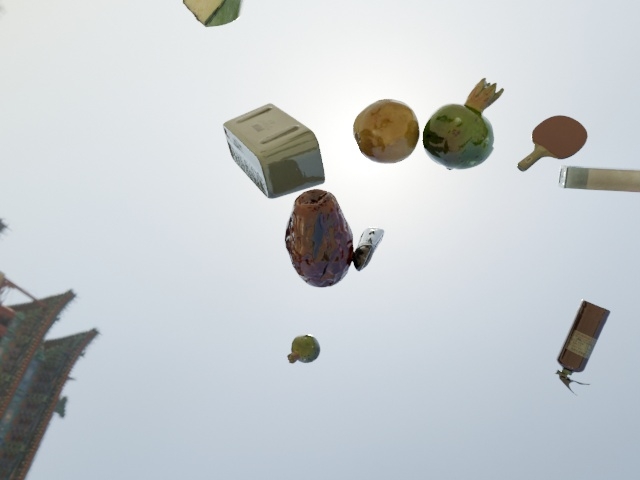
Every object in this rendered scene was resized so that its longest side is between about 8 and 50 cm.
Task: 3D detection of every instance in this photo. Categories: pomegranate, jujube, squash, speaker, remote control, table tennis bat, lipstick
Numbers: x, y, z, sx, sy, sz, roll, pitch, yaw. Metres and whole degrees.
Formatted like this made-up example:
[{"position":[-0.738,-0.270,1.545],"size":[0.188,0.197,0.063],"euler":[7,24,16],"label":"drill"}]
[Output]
[{"position":[0.219,-0.362,1.754],"size":[0.233,0.233,0.233],"euler":[-17,-132,19],"label":"pomegranate"},{"position":[0.000,0.000,1.420],"size":[0.197,0.290,0.197],"euler":[-5,-142,4],"label":"jujube"},{"position":[-0.181,-0.513,1.051],"size":[0.184,0.085,0.192],"euler":[-51,-133,16],"label":"squash"},{"position":[-0.156,-0.286,1.633],"size":[0.184,0.183,0.406],"euler":[-24,-144,-16],"label":"speaker"},{"position":[0.129,0.018,1.507],"size":[0.066,0.090,0.266],"euler":[21,-160,9],"label":"remote control"},{"position":[-0.036,0.257,1.213],"size":[0.073,0.073,0.084],"euler":[-14,-153,21],"label":"pomegranate"},{"position":[0.457,-0.370,1.657],"size":[0.236,0.236,0.302],"euler":[43,-66,45],"label":"pomegranate"},{"position":[0.659,-0.276,1.505],"size":[0.246,0.022,0.138],"euler":[-36,-116,-14],"label":"table tennis bat"},{"position":[0.879,-0.181,1.542],"size":[0.317,0.068,0.066],"euler":[3,-167,6],"label":"lipstick"}]

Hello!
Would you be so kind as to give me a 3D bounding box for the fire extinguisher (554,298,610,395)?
[{"position":[0.656,0.270,1.303],"size":[0.099,0.071,0.231],"euler":[21,-86,7],"label":"fire extinguisher"}]
